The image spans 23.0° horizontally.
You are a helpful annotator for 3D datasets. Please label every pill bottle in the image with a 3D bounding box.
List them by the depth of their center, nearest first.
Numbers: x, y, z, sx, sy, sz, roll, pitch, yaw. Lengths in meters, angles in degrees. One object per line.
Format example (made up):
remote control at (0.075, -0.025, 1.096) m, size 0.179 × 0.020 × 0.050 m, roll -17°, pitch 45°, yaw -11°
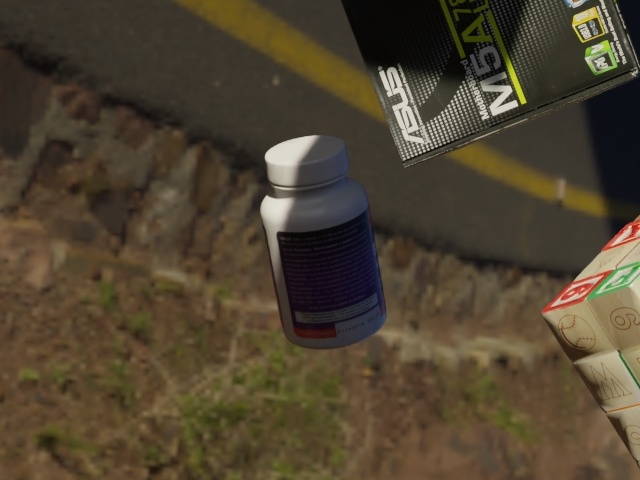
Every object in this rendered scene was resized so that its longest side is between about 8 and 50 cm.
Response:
pill bottle at (0.000, 0.000, 1.550) m, size 0.108 × 0.108 × 0.194 m, roll -47°, pitch 132°, yaw -55°

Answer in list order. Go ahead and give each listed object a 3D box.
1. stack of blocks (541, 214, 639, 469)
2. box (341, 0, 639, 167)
stack of blocks at (0.305, 0.120, 1.119) m, size 0.171 × 0.087 × 0.297 m, roll -38°, pitch 99°, yaw -39°
box at (0.112, -0.172, 1.131) m, size 0.191 × 0.184 × 0.045 m, roll 70°, pitch 18°, yaw 0°
